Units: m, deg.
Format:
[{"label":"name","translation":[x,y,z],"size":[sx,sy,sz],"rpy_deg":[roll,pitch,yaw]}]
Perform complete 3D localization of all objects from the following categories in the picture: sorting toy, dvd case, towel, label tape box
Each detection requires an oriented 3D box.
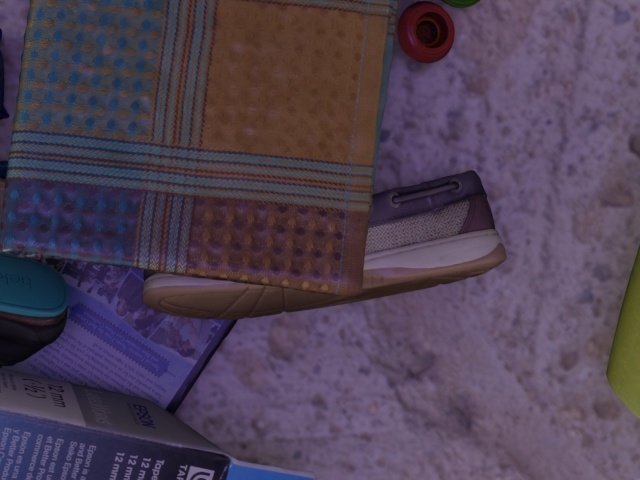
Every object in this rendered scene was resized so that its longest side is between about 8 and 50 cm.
[{"label":"sorting toy","translation":[0.087,-0.188,1.346],"size":[0.061,0.042,0.102],"rpy_deg":[33,78,-17]},{"label":"dvd case","translation":[-0.182,0.076,1.352],"size":[0.180,0.022,0.253],"rpy_deg":[34,90,-2]},{"label":"towel","translation":[-0.079,-0.155,1.251],"size":[0.271,0.040,0.370],"rpy_deg":[8,80,-8]},{"label":"label tape box","translation":[-0.209,0.238,1.285],"size":[0.348,0.115,0.249],"rpy_deg":[14,99,-19]}]

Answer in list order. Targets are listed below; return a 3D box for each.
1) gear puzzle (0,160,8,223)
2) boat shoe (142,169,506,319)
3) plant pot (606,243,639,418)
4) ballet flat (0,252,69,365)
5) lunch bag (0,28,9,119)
[{"label":"gear puzzle","translation":[-0.365,0.039,1.306],"size":[0.175,0.044,0.339],"rpy_deg":[29,111,-28]},{"label":"boat shoe","translation":[0.000,0.000,1.311],"size":[0.285,0.103,0.092],"rpy_deg":[-7,76,-12]},{"label":"plant pot","translation":[0.349,0.020,1.259],"size":[0.275,0.275,0.293],"rpy_deg":[30,106,-1]},{"label":"ballet flat","translation":[-0.319,0.032,1.233],"size":[0.280,0.095,0.096],"rpy_deg":[24,128,-26]},{"label":"lunch bag","translation":[-0.309,-0.130,1.278],"size":[0.129,0.151,0.096],"rpy_deg":[-7,82,-1]}]
